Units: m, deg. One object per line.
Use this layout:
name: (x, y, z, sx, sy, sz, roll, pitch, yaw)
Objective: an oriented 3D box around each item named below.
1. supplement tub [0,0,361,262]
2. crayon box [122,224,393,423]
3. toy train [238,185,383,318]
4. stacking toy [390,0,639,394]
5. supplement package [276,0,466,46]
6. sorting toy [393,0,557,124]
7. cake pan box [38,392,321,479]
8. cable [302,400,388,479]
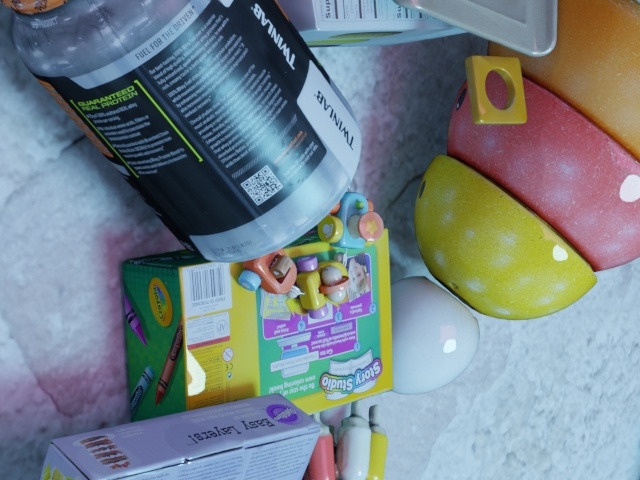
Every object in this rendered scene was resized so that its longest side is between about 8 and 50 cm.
supplement tub: (-0.117, -0.146, 1.221, 0.316, 0.194, 0.193, 52, 58, -37)
crayon box: (-0.050, 0.083, 1.394, 0.278, 0.081, 0.165, -10, 102, -45)
toy train: (0.000, 0.000, 1.347, 0.166, 0.046, 0.125, -55, 128, -28)
stacking toy: (0.212, -0.040, 1.526, 0.480, 0.350, 0.350, -50, 130, -3)
supplement package: (0.026, -0.253, 1.396, 0.244, 0.139, 0.133, -9, 94, -45)
sorting toy: (0.137, -0.272, 1.378, 0.196, 0.047, 0.347, 12, 75, -37)
cake pan box: (-0.136, 0.260, 1.267, 0.267, 0.070, 0.245, -8, 127, -45)
cable: (0.021, 0.294, 1.452, 0.139, 0.072, 0.287, 9, 66, -43)
